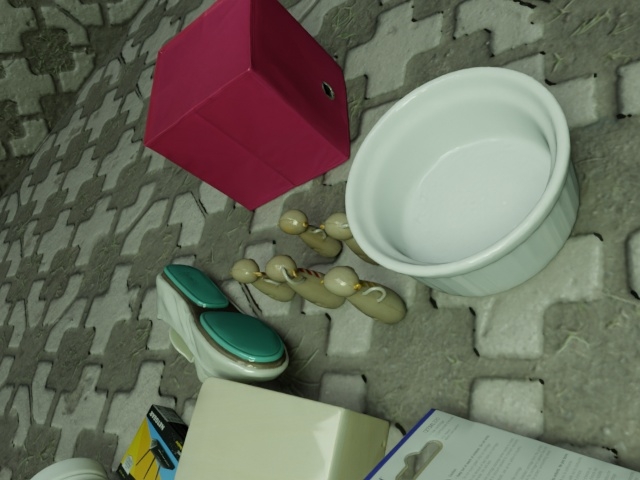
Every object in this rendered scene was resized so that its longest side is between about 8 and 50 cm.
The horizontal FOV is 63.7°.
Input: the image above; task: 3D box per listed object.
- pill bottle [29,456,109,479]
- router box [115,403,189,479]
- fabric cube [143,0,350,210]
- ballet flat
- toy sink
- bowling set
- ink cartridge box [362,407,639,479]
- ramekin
[{"bbox_3d":[-0.347,0.496,0.763,0.188,0.188,0.334,-55,45,2],"label":"pill bottle"},{"bbox_3d":[-0.257,0.377,0.853,0.178,0.046,0.133,21,82,45],"label":"router box"},{"bbox_3d":[-0.127,-0.255,0.943,0.259,0.258,0.254,-24,52,29],"label":"fabric cube"},{"bbox_3d":[-0.181,0.163,0.868,0.400,0.139,0.139,28,86,50],"label":"ballet flat"},{"bbox_3d":[-0.049,0.280,0.667,0.234,0.131,0.153,-1,67,36],"label":"toy sink"},{"bbox_3d":[0.000,0.000,0.763,0.286,0.154,0.200,1,68,41],"label":"bowling set"},{"bbox_3d":[0.214,0.255,0.423,0.370,0.175,0.069,7,113,42],"label":"ink cartridge box"},{"bbox_3d":[0.181,-0.063,0.652,0.277,0.135,0.277,-20,54,30],"label":"ramekin"}]
